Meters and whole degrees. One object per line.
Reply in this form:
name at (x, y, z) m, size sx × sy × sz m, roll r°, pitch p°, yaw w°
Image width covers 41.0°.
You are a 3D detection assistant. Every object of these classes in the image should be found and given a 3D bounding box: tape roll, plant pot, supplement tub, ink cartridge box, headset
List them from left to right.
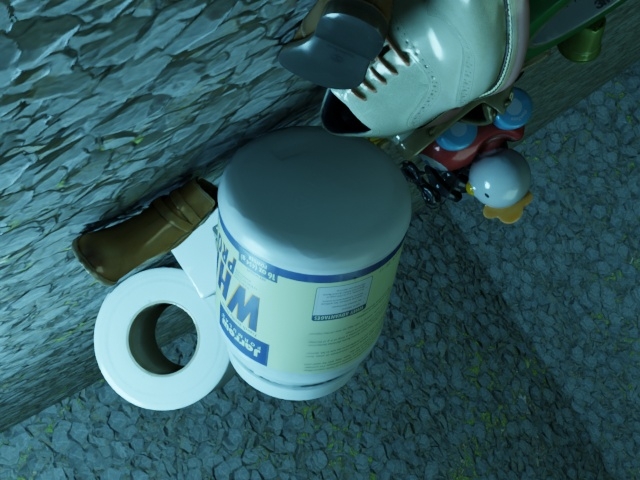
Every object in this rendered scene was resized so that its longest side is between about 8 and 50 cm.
tape roll at (-0.259, 0.171, 1.529) m, size 0.246 × 0.246 × 0.169 m, roll -31°, pitch 175°, yaw 3°
ink cartridge box at (-0.076, -0.031, 1.366) m, size 0.273 × 0.114 × 0.198 m, roll -33°, pitch 175°, yaw 19°
supplement tub at (-0.020, 0.039, 1.125) m, size 0.235 × 0.235 × 0.324 m, roll -28°, pitch 146°, yaw -30°
headset at (0.349, -0.214, 2.198) m, size 0.394 × 0.185 × 0.243 m, roll -47°, pitch -177°, yaw -43°
plant pot at (0.476, -0.376, 1.539) m, size 0.083 × 0.083 × 0.079 m, roll -30°, pitch 162°, yaw -12°
tape roll at (0.341, -0.339, 1.059) m, size 0.321 × 0.077 × 0.321 m, roll -30°, pitch 175°, yaw -3°

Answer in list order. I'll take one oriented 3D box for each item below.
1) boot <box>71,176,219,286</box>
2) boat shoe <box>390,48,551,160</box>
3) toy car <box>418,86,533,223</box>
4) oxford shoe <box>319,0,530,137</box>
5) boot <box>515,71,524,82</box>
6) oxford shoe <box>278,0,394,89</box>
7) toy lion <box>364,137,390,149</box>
boot at (-0.205, -0.020, 1.039) m, size 0.152 × 0.073 × 0.197 m, roll -35°, pitch -179°, yaw 13°
boat shoe at (0.238, -0.227, 1.331) m, size 0.341 × 0.110 × 0.121 m, roll -29°, pitch 174°, yaw -20°
toy car at (0.298, -0.136, 1.572) m, size 0.210 × 0.237 × 0.219 m, roll -21°, pitch -176°, yaw -7°
oxford shoe at (0.088, -0.177, 0.847) m, size 0.147 × 0.140 × 0.397 m, roll -23°, pitch 171°, yaw -11°
boot at (0.303, -0.285, 1.520) m, size 0.121 × 0.045 × 0.099 m, roll -27°, pitch 179°, yaw 21°
oxford shoe at (0.020, -0.187, 0.754) m, size 0.076 × 0.076 × 0.212 m, roll -70°, pitch -165°, yaw -11°
toy lion at (0.086, -0.174, 1.428) m, size 0.100 × 0.034 × 0.096 m, roll -29°, pitch 168°, yaw -15°
